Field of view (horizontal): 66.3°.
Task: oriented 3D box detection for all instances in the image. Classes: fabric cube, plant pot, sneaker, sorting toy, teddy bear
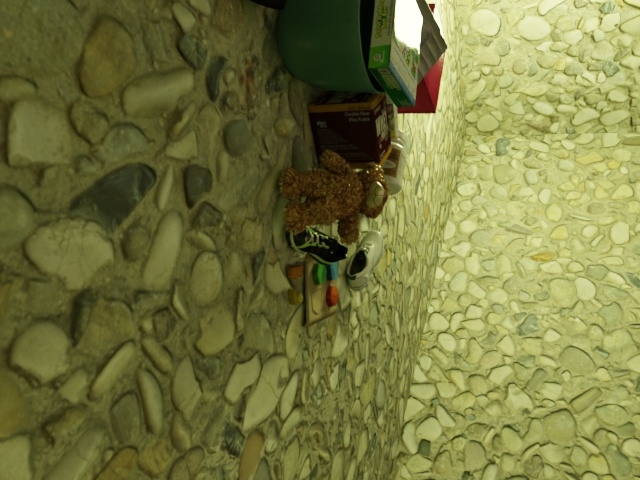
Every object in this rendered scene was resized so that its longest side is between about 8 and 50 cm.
[{"bbox_3d":[0.271,-0.609,1.680,0.254,0.259,0.258,35,64,-63],"label":"fabric cube"},{"bbox_3d":[0.035,-0.504,1.197,0.293,0.235,0.293,4,90,-67],"label":"plant pot"},{"bbox_3d":[0.164,0.055,1.747,0.091,0.094,0.258,71,34,-50],"label":"sneaker"},{"bbox_3d":[-0.009,0.139,1.443,0.307,0.041,0.229,-7,101,-65],"label":"sorting toy"},{"bbox_3d":[0.046,-0.115,1.273,0.337,0.113,0.245,11,77,-27],"label":"teddy bear"},{"bbox_3d":[0.000,0.000,1.335,0.234,0.097,0.084,30,57,-51],"label":"sneaker"}]

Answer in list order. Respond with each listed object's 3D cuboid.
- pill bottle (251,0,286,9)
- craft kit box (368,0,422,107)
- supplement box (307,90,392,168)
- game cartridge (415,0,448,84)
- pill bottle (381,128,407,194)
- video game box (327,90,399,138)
[{"bbox_3d":[-0.087,-0.590,0.979,0.123,0.122,0.219,-42,158,-57],"label":"pill bottle"},{"bbox_3d":[0.189,-0.486,1.193,0.250,0.060,0.247,17,81,-65],"label":"craft kit box"},{"bbox_3d":[0.089,-0.319,1.400,0.129,0.191,0.194,-56,142,-48],"label":"supplement box"},{"bbox_3d":[0.216,-0.627,1.391,0.355,0.068,0.230,49,65,-30],"label":"game cartridge"},{"bbox_3d":[0.257,-0.300,1.849,0.131,0.131,0.229,45,54,-59],"label":"pill bottle"},{"bbox_3d":[0.126,-0.394,1.454,0.048,0.205,0.187,-49,137,-55],"label":"video game box"}]
